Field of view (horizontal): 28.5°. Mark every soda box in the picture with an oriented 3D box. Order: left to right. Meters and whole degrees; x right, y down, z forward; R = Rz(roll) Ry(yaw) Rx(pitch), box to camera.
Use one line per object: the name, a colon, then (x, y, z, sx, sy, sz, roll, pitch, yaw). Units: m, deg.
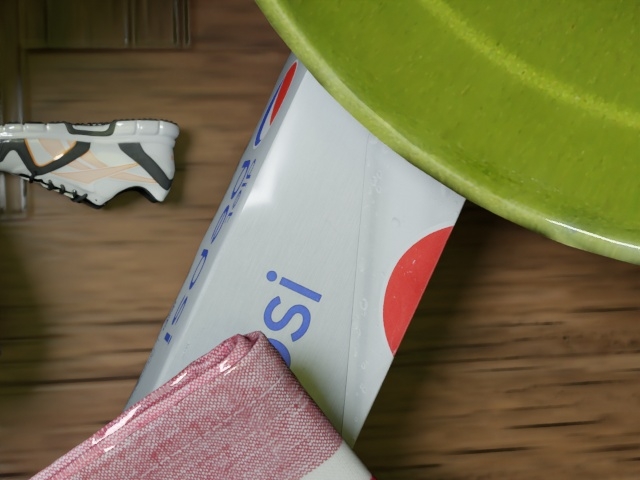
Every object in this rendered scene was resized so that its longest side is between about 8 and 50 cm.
soda box: (0.000, 0.000, 0.605, 0.098, 0.091, 0.286, 26, 86, -11)

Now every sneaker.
sneaker: (-0.122, -0.036, 0.607, 0.109, 0.040, 0.044, -2, 93, -11)

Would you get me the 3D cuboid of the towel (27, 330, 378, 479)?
towel: (-0.028, 0.222, 0.571, 0.237, 0.037, 0.329, -34, 110, 8)

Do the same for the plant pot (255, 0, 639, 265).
plant pot: (0.183, -0.237, 0.491, 0.366, 0.366, 0.353, 42, 49, -9)
